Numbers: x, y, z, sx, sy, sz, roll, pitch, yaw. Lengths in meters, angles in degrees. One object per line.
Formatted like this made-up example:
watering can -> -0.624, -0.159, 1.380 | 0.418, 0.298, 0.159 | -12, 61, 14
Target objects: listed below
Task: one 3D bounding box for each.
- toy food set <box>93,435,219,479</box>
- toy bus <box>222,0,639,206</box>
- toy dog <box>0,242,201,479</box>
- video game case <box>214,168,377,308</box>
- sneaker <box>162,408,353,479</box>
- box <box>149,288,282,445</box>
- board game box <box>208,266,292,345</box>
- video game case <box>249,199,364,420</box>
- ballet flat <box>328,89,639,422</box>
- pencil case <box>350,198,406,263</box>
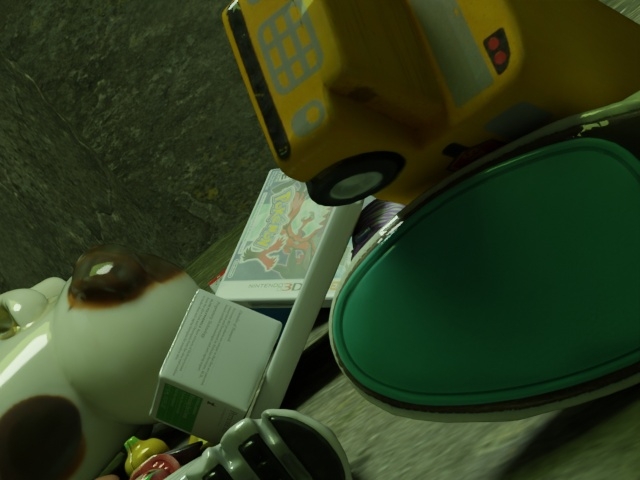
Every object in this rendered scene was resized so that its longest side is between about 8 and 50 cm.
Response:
toy food set -> -0.167, 0.225, 1.081 | 0.128, 0.071, 0.218 | -39, 7, 13
toy bus -> 0.102, -0.081, 0.679 | 0.130, 0.108, 0.332 | -33, -25, 31
toy dog -> -0.309, 0.169, 1.382 | 0.408, 0.284, 0.395 | -38, 7, 4
video game case -> -0.014, -0.008, 1.373 | 0.183, 0.023, 0.201 | -3, 50, 34
sneaker -> -0.104, 0.208, 0.769 | 0.292, 0.110, 0.118 | -32, 0, 3
box -> -0.098, 0.121, 1.103 | 0.101, 0.087, 0.102 | 114, 178, -57
board game box -> 0.000, 0.000, 1.557 | 0.302, 0.086, 0.308 | -41, 7, -6
video game case -> -0.005, 0.043, 1.144 | 0.206, 0.026, 0.227 | -69, 1, -76
ballet flat -> 0.190, -0.025, 0.600 | 0.400, 0.139, 0.139 | -33, 9, 21
pencil case -> 0.068, 0.011, 1.128 | 0.088, 0.086, 0.206 | -48, 3, 9
